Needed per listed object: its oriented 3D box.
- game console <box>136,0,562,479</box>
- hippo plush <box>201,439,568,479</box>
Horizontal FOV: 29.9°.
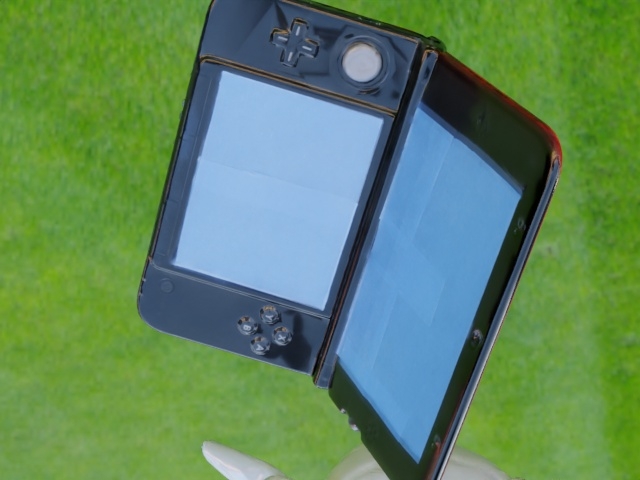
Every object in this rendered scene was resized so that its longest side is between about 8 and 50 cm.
[{"bbox_3d":[0.000,0.000,0.417,0.124,0.085,0.144,17,113,-2],"label":"game console"},{"bbox_3d":[0.070,0.192,0.600,0.234,0.294,0.236,2,146,-11],"label":"hippo plush"}]
